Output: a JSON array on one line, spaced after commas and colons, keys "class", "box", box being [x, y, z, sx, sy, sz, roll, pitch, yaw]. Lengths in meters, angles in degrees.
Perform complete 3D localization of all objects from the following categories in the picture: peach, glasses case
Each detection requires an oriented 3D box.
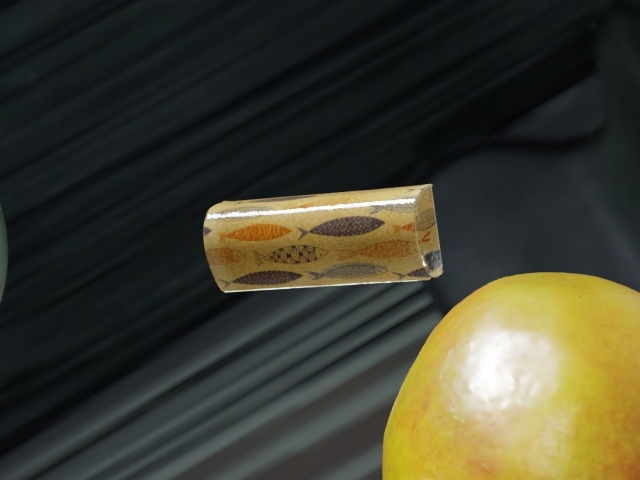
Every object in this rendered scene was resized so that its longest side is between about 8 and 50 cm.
[{"class": "peach", "box": [0.201, 0.186, 1.567, 0.332, 0.307, 0.308, -109, -3, -48]}, {"class": "glasses case", "box": [0.000, 0.000, 1.393, 0.041, 0.169, 0.065, -25, -72, -62]}]

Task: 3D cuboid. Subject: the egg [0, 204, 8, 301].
[{"class": "egg", "box": [-0.324, 0.011, 1.324, 0.230, 0.230, 0.371, 62, 170, -12]}]
